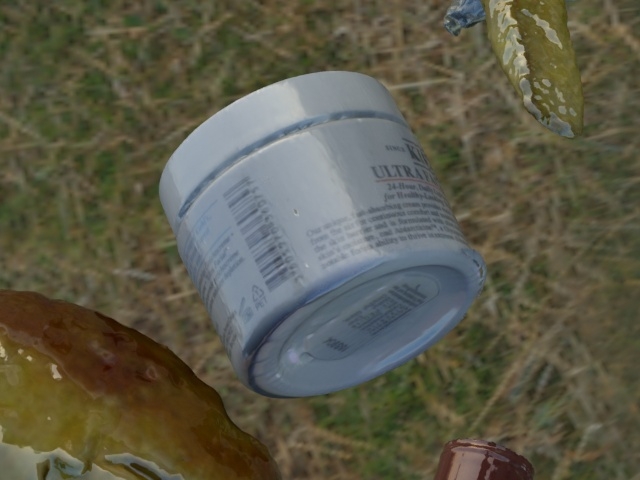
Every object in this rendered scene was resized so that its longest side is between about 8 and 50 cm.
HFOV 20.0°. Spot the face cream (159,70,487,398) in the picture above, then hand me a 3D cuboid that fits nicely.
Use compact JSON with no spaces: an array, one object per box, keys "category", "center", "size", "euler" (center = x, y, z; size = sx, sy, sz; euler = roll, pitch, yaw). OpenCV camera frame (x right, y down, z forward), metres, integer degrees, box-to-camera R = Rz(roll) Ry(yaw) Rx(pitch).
[{"category":"face cream","center":[0.000,0.000,1.202],"size":[0.177,0.177,0.153],"euler":[-43,61,31]}]

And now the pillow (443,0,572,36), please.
[{"category":"pillow","center":[0.225,-0.232,1.511],"size":[0.255,0.169,0.059],"euler":[-6,105,45]}]

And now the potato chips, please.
[{"category":"potato chips","center":[0.150,-0.253,1.312],"size":[0.080,0.057,0.407],"euler":[146,131,-59]}]

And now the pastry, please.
[{"category":"pastry","center":[-0.180,0.179,1.058],"size":[0.356,0.164,0.356],"euler":[8,130,9]}]

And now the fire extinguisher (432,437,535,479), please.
[{"category":"fire extinguisher","center":[0.108,0.366,1.872],"size":[0.147,0.337,0.106],"euler":[14,149,15]}]
